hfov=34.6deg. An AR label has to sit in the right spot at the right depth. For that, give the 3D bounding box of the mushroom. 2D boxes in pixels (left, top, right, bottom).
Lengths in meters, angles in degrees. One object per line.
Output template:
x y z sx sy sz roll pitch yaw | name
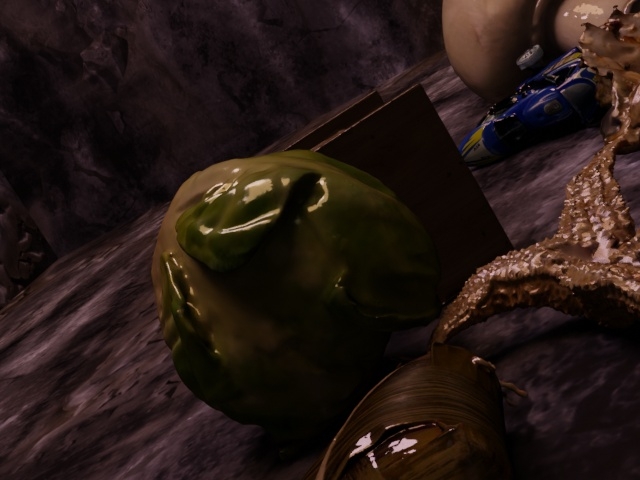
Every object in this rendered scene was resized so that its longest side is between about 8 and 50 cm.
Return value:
0.362 -0.342 1.602 0.314 0.314 0.336 -36 38 -23 | mushroom

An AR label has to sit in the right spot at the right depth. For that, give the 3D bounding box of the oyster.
0.375 -0.198 1.108 0.198 0.133 0.337 -29 11 30 | oyster

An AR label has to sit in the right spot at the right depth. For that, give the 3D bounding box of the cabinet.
0.077 -0.043 1.147 0.148 0.215 0.175 -32 12 -8 | cabinet

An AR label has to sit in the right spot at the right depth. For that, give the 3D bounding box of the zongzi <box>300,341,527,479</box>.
0.022 0.174 0.698 0.241 0.111 0.248 -34 6 14 | zongzi

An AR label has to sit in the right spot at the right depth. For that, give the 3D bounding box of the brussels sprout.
-0.032 0.045 0.959 0.294 0.259 0.227 28 22 30 | brussels sprout

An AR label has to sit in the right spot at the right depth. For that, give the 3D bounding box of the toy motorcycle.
0.324 -0.201 1.465 0.315 0.113 0.169 -31 18 43 | toy motorcycle

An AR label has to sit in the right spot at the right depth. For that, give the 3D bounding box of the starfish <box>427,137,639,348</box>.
0.267 0.008 0.820 0.301 0.084 0.293 -38 17 -24 | starfish
